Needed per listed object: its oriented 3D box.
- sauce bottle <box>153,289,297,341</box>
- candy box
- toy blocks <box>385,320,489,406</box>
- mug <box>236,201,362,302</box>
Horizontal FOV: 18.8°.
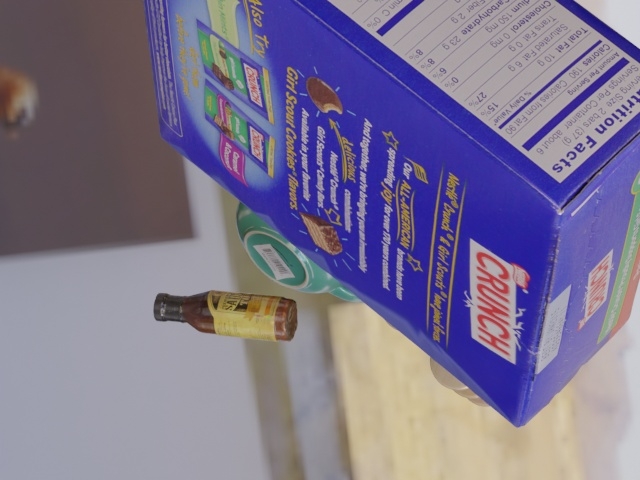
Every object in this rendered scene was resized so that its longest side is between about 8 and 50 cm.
[{"bbox_3d":[-0.085,0.065,1.719,0.042,0.128,0.042,5,90,-77],"label":"sauce bottle"},{"bbox_3d":[0.044,-0.074,1.130,0.317,0.122,0.268,41,-22,20],"label":"candy box"},{"bbox_3d":[0.120,0.092,1.726,0.123,0.054,0.148,49,6,22],"label":"toy blocks"},{"bbox_3d":[-0.003,-0.007,1.807,0.097,0.158,0.129,-49,158,-29],"label":"mug"}]
